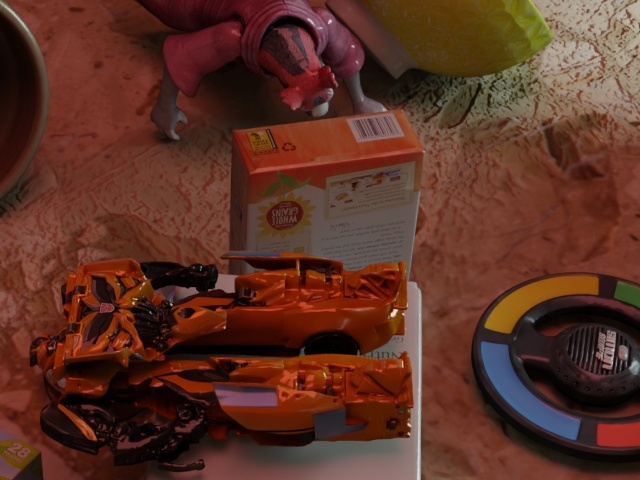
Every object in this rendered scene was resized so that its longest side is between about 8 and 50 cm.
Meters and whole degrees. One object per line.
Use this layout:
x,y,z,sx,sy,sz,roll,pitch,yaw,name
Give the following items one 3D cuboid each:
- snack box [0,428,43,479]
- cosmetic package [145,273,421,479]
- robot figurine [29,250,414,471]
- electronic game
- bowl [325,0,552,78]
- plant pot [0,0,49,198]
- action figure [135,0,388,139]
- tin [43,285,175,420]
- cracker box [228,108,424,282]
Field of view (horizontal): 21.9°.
-0.353,0.214,1.327,0.174,0.070,0.207,24,44,21,snack box
-0.029,0.211,1.296,0.217,0.156,0.385,2,42,-1,cosmetic package
-0.077,0.078,1.263,0.291,0.085,0.211,1,42,-2,robot figurine
0.252,0.112,1.514,0.229,0.048,0.229,3,42,-3,electronic game
0.099,-0.270,1.802,0.156,0.289,0.289,-43,52,3,bowl
-0.432,-0.160,1.628,0.263,0.263,0.229,-21,31,-26,plant pot
-0.060,-0.246,1.730,0.248,0.275,0.370,-9,30,-24,action figure
-0.165,0.097,1.500,0.106,0.040,0.190,32,49,32,tin
0.000,0.000,1.474,0.156,0.232,0.067,-8,43,-14,cracker box
